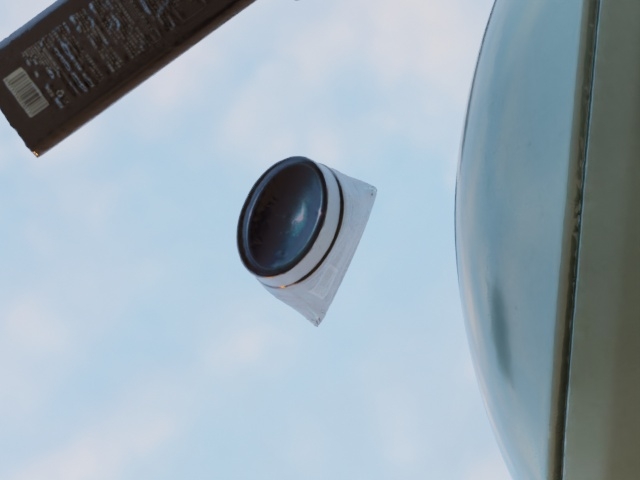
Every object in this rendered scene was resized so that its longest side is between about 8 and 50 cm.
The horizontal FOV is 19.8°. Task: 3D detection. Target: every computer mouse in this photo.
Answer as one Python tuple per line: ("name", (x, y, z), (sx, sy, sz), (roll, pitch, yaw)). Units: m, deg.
("computer mouse", (0.096, -0.028, 0.661), (0.159, 0.097, 0.288), (-15, -79, -74))

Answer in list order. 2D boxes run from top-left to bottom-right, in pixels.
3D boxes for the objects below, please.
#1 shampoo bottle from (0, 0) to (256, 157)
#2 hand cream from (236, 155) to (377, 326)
("shampoo bottle", (-0.140, -0.197, 1.528), (0.309, 0.071, 0.098), (-35, -85, 7))
("hand cream", (0.000, 0.000, 1.329), (0.270, 0.061, 0.120), (31, -99, -77))
